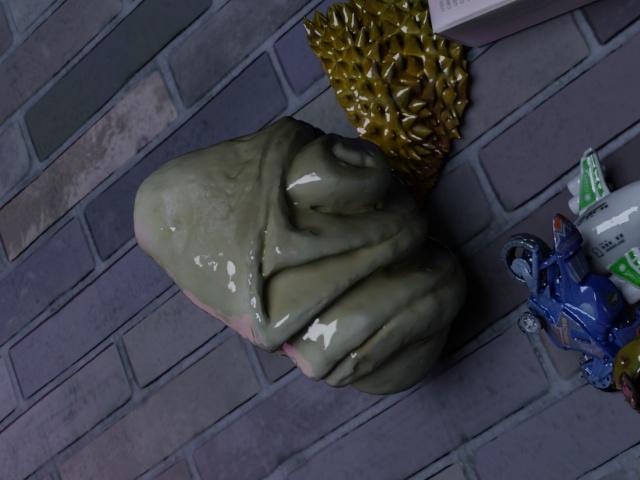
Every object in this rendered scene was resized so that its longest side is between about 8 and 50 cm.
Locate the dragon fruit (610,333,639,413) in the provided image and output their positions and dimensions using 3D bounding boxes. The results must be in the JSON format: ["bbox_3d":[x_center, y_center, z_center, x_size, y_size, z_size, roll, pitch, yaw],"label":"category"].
[{"bbox_3d":[0.452,0.128,1.395,0.296,0.314,0.263,39,90,35],"label":"dragon fruit"}]

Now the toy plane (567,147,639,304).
[{"bbox_3d":[0.317,-0.019,1.625,0.174,0.080,0.174,0,90,47],"label":"toy plane"}]

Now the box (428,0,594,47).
[{"bbox_3d":[0.231,-0.354,1.721,0.251,0.106,0.203,-19,74,35],"label":"box"}]

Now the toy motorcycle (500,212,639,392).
[{"bbox_3d":[0.272,0.069,1.617,0.205,0.076,0.114,54,140,-7],"label":"toy motorcycle"}]

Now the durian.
[{"bbox_3d":[0.086,-0.205,1.824,0.186,0.154,0.260,-41,66,-1],"label":"durian"}]

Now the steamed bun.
[{"bbox_3d":[0.000,0.000,1.723,0.352,0.339,0.247,34,97,34],"label":"steamed bun"}]
